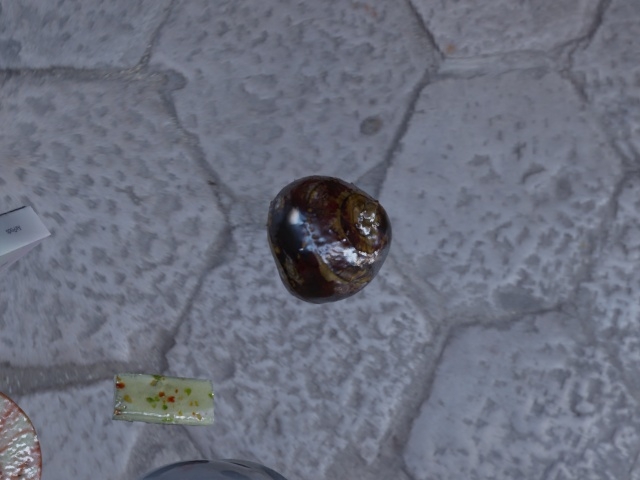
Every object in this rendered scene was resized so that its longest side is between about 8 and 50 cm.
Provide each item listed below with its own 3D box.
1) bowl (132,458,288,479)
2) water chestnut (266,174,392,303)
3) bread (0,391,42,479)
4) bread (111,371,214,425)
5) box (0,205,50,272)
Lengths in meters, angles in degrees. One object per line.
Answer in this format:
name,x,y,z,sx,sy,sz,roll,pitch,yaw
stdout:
bowl,-0.182,0.389,1.156,0.345,0.345,0.157,-43,136,-11
water chestnut,0.000,0.000,1.656,0.223,0.238,0.224,3,86,-48
bread,-0.601,0.364,1.492,0.327,0.114,0.295,-23,105,-48
bread,-0.223,0.227,1.372,0.153,0.028,0.068,11,56,-28
box,-0.412,0.021,1.151,0.129,0.130,0.051,-34,94,17
